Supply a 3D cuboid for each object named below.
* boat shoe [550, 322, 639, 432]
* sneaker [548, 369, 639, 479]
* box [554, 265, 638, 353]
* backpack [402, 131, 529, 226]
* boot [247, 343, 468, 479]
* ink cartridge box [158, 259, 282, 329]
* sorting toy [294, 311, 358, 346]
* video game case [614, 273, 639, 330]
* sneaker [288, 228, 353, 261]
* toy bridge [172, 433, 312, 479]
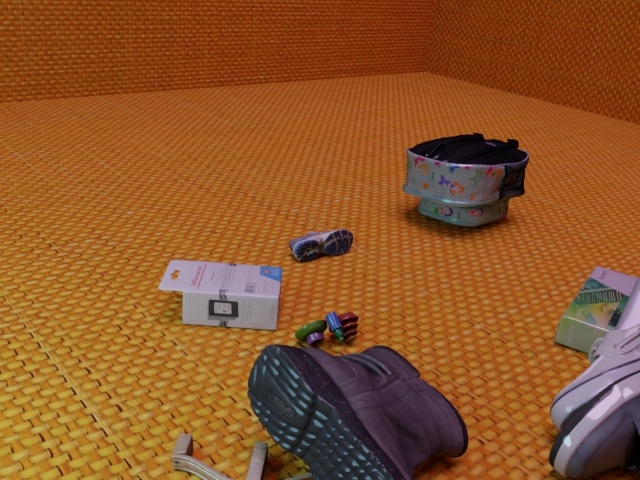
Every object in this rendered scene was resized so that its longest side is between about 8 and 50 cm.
[{"bbox_3d":[0.393,0.156,0.852,0.268,0.096,0.088,-27,43,-11],"label":"boat shoe"},{"bbox_3d":[0.423,0.236,0.742,0.296,0.123,0.178,-21,39,-17],"label":"sneaker"},{"bbox_3d":[0.560,0.146,1.035,0.322,0.058,0.232,17,27,29],"label":"box"},{"bbox_3d":[0.306,-0.138,1.460,0.225,0.190,0.254,23,22,40],"label":"backpack"},{"bbox_3d":[0.089,0.226,0.694,0.223,0.118,0.338,9,34,-41],"label":"boot"},{"bbox_3d":[-0.153,0.083,1.034,0.180,0.060,0.104,4,25,-2],"label":"ink cartridge box"},{"bbox_3d":[0.017,0.136,0.972,0.102,0.061,0.042,-15,64,-23],"label":"sorting toy"},{"bbox_3d":[0.581,0.152,0.895,0.329,0.036,0.300,20,55,30],"label":"video game case"},{"bbox_3d":[0.000,0.000,1.266,0.135,0.052,0.058,-10,24,-31],"label":"sneaker"},{"bbox_3d":[-0.068,0.249,0.719,0.188,0.026,0.063,6,26,3],"label":"toy bridge"}]
